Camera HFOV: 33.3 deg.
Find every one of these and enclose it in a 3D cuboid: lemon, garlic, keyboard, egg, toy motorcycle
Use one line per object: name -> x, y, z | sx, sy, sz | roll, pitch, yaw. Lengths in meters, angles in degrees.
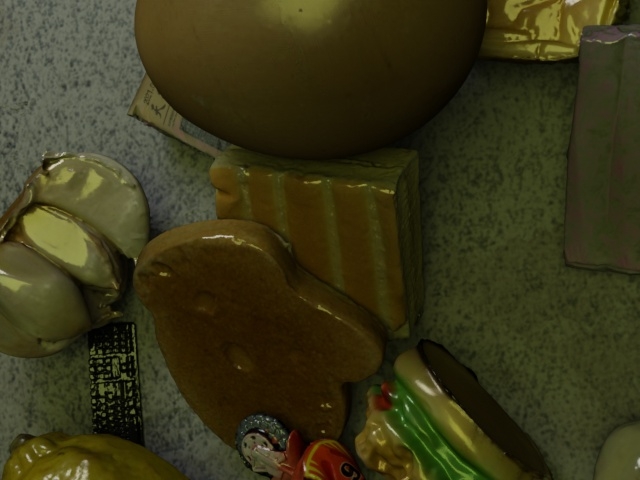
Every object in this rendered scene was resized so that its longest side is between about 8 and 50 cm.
lemon -> -0.253, 0.384, 1.301 | 0.285, 0.285, 0.316 | -16, 67, 16
garlic -> -0.335, 0.030, 1.398 | 0.203, 0.184, 0.281 | 35, 77, -9
keyboard -> -0.276, 0.226, 1.440 | 0.072, 0.023, 0.231 | -5, 85, 15
egg -> -0.012, -0.234, 1.132 | 0.373, 0.301, 0.301 | -9, 84, 19
toy motorcycle -> -0.009, 0.346, 1.286 | 0.171, 0.089, 0.298 | -11, 101, 26

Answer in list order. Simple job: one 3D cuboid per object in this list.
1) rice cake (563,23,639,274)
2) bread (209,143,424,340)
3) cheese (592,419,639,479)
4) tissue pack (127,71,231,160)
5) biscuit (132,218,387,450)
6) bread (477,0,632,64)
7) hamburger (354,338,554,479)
rice cake -> 0.328, -0.098, 1.188 | 0.106, 0.050, 0.298 | 6, 120, 17
bread -> 0.000, 0.000, 1.268 | 0.239, 0.111, 0.246 | 8, 129, 22
cheese -> 0.356, 0.378, 1.174 | 0.351, 0.129, 0.328 | -28, 81, 12
tissue pack -> -0.102, -0.227, 1.358 | 0.215, 0.123, 0.257 | 28, 94, 18
biscuit -> -0.059, 0.119, 1.272 | 0.287, 0.057, 0.344 | -11, 118, 25
bread -> 0.236, -0.293, 1.247 | 0.250, 0.133, 0.179 | 8, 93, 21
hamburger -> 0.138, 0.235, 1.210 | 0.149, 0.237, 0.237 | -46, 75, 10
